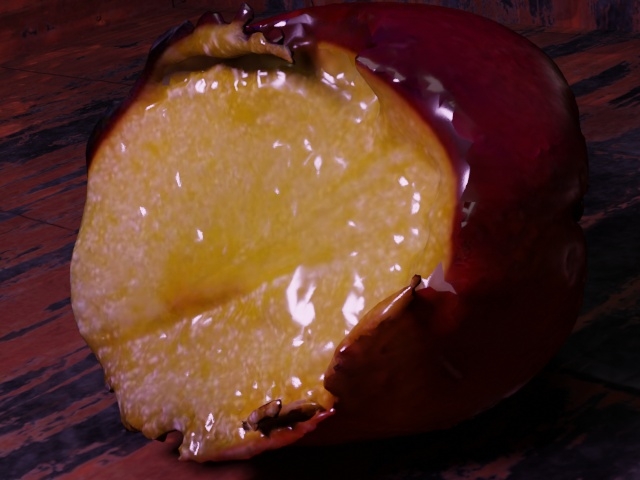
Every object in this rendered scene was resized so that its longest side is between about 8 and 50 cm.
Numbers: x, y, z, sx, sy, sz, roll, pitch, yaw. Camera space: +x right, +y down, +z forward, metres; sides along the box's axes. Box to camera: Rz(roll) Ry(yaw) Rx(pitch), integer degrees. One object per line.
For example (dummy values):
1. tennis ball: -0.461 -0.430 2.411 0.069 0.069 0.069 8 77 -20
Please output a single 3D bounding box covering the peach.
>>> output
1. peach: 0.000 0.000 1.032 0.417 0.339 0.353 -8 -17 2
